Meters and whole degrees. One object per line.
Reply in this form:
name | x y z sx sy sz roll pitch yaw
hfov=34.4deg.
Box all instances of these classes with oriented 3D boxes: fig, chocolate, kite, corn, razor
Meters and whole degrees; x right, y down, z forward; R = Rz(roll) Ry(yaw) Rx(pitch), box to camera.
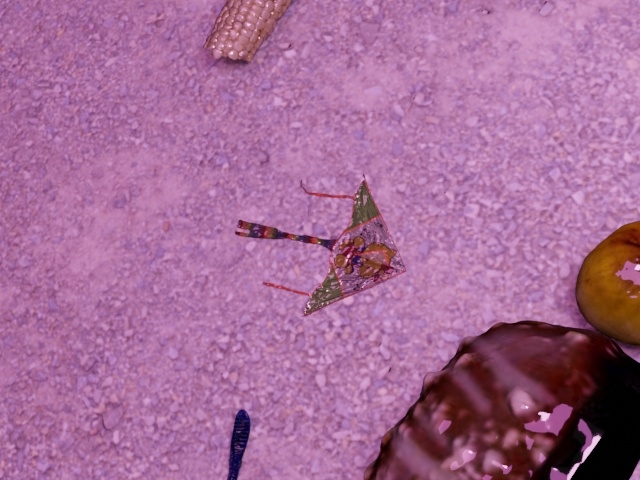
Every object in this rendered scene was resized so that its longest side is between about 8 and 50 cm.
fig | 0.348 0.046 1.098 0.153 0.121 0.136 -4 68 20
chocolate | 0.177 0.226 1.058 0.210 0.225 0.340 33 87 34
kite | 0.000 0.000 1.308 0.244 0.006 0.198 16 80 24
corn | -0.080 -0.330 1.407 0.087 0.087 0.211 30 92 26
razor | -0.110 0.281 1.249 0.044 0.028 0.154 9 78 28
